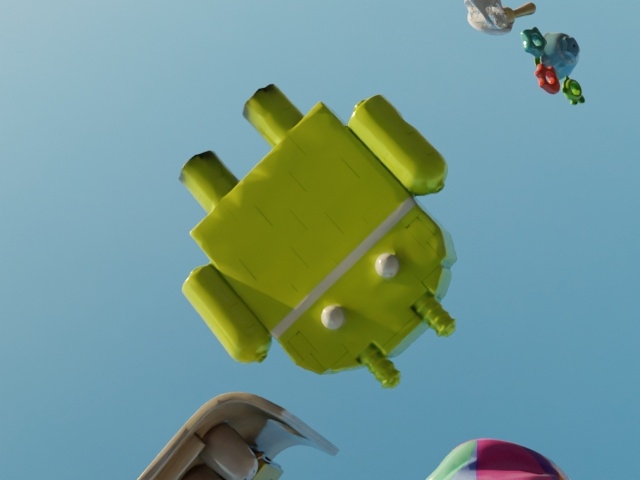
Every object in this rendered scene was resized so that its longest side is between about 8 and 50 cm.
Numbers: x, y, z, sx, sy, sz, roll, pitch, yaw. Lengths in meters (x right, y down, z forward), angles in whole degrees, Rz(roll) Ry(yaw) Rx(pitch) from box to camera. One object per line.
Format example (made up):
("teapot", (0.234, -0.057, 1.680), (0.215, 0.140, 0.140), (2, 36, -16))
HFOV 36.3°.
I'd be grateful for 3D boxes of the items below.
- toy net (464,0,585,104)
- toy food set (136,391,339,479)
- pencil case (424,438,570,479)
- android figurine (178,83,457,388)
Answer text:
("toy net", (0.260, -0.261, 1.288), (0.232, 0.045, 0.122), (23, -117, -29))
("toy food set", (-0.109, 0.275, 0.838), (0.092, 0.220, 0.306), (39, -97, 23))
("pencil case", (0.077, 0.182, 0.424), (0.104, 0.104, 0.236), (19, -161, 3))
("android figurine", (0.000, 0.000, 0.830), (0.273, 0.248, 0.056), (51, -170, 19))
